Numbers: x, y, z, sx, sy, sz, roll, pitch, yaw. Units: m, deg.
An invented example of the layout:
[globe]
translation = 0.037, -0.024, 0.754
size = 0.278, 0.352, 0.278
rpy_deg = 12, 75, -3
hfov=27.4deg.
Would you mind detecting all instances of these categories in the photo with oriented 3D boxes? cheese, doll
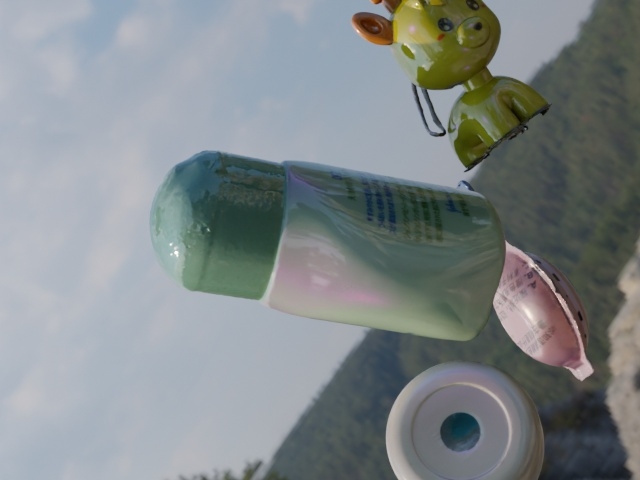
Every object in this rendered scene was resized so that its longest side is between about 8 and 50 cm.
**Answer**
[cheese]
translation = 0.247, 0.051, 1.628
size = 0.074, 0.286, 0.189
rpy_deg = -30, -16, -15
[doll]
translation = 0.132, -0.189, 1.323
size = 0.143, 0.221, 0.135
rpy_deg = -38, 1, -20

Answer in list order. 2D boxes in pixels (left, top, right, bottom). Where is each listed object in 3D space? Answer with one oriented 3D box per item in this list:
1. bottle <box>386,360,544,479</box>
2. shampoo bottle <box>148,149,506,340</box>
[bottle]
translation = 0.156, 0.222, 1.328
size = 0.147, 0.148, 0.236
rpy_deg = -54, -23, -11
[shampoo bottle]
translation = 0.000, 0.000, 1.338
size = 0.222, 0.350, 0.151
rpy_deg = -105, 28, -63
